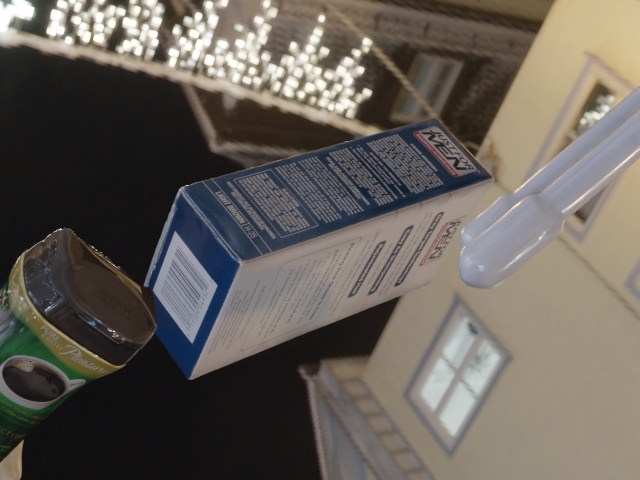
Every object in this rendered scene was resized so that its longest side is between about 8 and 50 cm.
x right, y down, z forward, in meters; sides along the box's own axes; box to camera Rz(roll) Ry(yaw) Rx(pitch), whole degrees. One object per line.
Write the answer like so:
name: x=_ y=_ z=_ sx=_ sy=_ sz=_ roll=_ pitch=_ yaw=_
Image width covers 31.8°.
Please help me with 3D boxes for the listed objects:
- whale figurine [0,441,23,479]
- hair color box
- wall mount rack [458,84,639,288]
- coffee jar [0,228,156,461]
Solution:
whale figurine: x=-0.364 y=0.124 z=0.899 sx=0.272 sy=0.141 sz=0.216 roll=19 pitch=-122 yaw=-15
hair color box: x=0.000 y=0.000 z=1.138 sx=0.347 sy=0.174 sz=0.105 roll=-18 pitch=-122 yaw=-40
wall mount rack: x=0.145 y=-0.128 z=0.458 sx=0.130 sy=0.304 sz=0.350 roll=10 pitch=-176 yaw=8
coffee jar: x=-0.199 y=0.076 z=0.737 sx=0.096 sy=0.184 sz=0.079 roll=42 pitch=-162 yaw=-36
